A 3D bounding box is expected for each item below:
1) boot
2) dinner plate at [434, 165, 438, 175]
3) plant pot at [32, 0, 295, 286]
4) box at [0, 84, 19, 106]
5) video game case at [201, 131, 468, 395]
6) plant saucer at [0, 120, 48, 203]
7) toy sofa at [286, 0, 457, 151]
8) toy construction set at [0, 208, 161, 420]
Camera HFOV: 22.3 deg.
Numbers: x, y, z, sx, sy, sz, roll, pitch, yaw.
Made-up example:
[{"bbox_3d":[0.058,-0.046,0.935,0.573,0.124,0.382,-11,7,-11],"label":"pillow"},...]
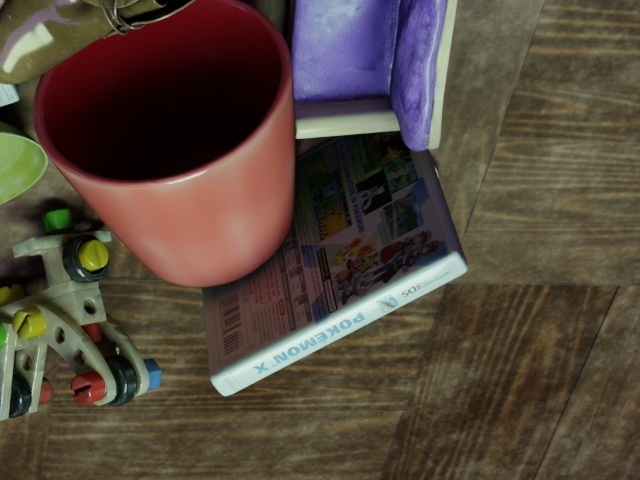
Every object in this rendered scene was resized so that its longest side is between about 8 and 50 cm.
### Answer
[{"bbox_3d":[-0.219,-0.249,1.646,0.305,0.115,0.112,-37,139,5],"label":"boot"},{"bbox_3d":[0.076,-0.065,2.005,0.141,0.017,0.141,-7,132,-8],"label":"dinner plate"},{"bbox_3d":[-0.144,-0.093,1.768,0.275,0.275,0.243,-17,142,0],"label":"plant pot"},{"bbox_3d":[-0.405,-0.192,1.717,0.137,0.072,0.126,-18,134,1],"label":"box"},{"bbox_3d":[0.000,0.000,1.829,0.300,0.329,0.036,-28,123,11],"label":"video game case"},{"bbox_3d":[-0.422,-0.079,1.786,0.241,0.037,0.241,-15,163,-5],"label":"plant saucer"},{"bbox_3d":[0.050,-0.265,1.703,0.150,0.177,0.362,-5,134,-11],"label":"toy sofa"},{"bbox_3d":[-0.360,0.096,1.928,0.309,0.257,0.237,-13,92,-25],"label":"toy construction set"}]
